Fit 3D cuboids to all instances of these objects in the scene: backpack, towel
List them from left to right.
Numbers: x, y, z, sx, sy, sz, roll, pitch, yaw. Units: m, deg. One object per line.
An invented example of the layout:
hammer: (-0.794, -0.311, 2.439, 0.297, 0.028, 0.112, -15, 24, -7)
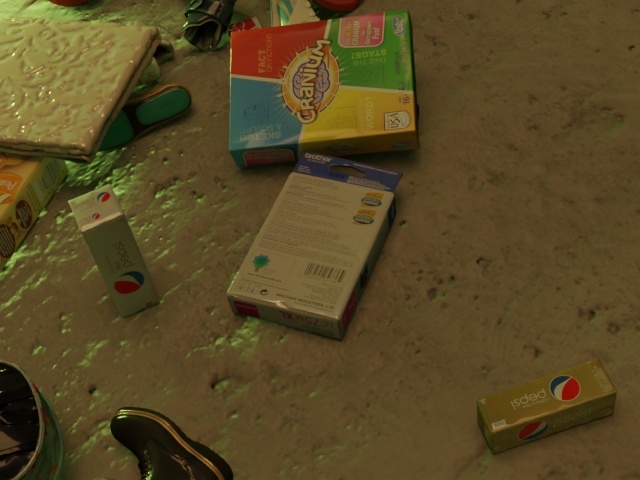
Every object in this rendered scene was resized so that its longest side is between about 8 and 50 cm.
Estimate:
backpack: (-0.475, 0.291, 1.472, 0.253, 0.191, 0.225, -27, 54, -4)
towel: (-0.482, -0.273, 1.917, 0.331, 0.053, 0.317, 8, 54, 17)

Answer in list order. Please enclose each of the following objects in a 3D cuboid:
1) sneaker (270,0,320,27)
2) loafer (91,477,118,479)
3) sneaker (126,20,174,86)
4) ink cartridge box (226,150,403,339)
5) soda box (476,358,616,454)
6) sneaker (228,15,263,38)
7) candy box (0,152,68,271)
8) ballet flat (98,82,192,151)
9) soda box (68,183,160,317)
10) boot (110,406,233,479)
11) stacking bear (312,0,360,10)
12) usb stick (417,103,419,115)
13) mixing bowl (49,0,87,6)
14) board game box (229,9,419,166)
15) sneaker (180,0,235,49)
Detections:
sneaker: (-0.045, -0.410, 2.001, 0.092, 0.229, 0.087, -2, 5, 2)
loafer: (-0.351, 0.406, 1.421, 0.102, 0.092, 0.268, 25, 58, 28)
sneaker: (-0.358, -0.318, 2.028, 0.115, 0.090, 0.232, 23, 58, 21)
ink cartridge box: (0.000, 0.000, 1.722, 0.185, 0.065, 0.311, 13, 56, 19)
soda box: (0.307, 0.226, 1.485, 0.181, 0.061, 0.058, -17, 50, -5)
sneaker: (-0.135, -0.381, 2.071, 0.067, 0.042, 0.118, -17, 42, -10)
candy box: (-0.585, -0.050, 1.839, 0.182, 0.088, 0.316, 11, 52, 18)
ballet flat: (-0.342, -0.221, 1.967, 0.232, 0.080, 0.073, -21, 23, -12)
soda box: (-0.310, 0.019, 1.654, 0.069, 0.216, 0.074, -24, 51, -10)
boot: (-0.235, 0.308, 1.468, 0.197, 0.077, 0.137, 21, 36, 25)
stacking bear: (-0.066, -0.563, 2.142, 0.164, 0.175, 0.289, -18, 33, -39)
usb stick: (0.036, -0.221, 1.910, 0.278, 0.045, 0.077, 6, 53, 14)
mixing bowl: (-0.514, -0.543, 2.230, 0.181, 0.098, 0.181, -5, 49, 5)
board game box: (0.004, -0.259, 1.867, 0.316, 0.064, 0.242, -6, 66, 9)
sneaker: (-0.241, -0.454, 2.120, 0.226, 0.086, 0.163, 10, 77, 52)
